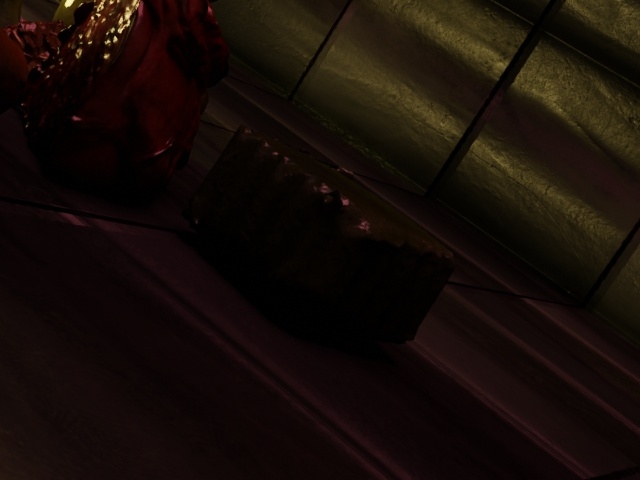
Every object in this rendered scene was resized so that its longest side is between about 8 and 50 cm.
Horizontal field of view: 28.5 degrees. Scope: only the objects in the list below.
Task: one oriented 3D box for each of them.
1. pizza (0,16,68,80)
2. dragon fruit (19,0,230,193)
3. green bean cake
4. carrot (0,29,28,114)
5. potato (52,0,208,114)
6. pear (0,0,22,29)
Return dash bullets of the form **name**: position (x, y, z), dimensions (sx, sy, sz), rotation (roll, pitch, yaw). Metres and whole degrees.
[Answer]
- **pizza**: position (-0.365, -0.239, 1.652), dimensions (0.246, 0.058, 0.127), rotation (-20, 95, -81)
- **dragon fruit**: position (-0.171, -0.201, 1.480), dimensions (0.228, 0.329, 0.286), rotation (35, 7, -26)
- **green bean cake**: position (0.000, 0.000, 1.478), dimensions (0.250, 0.156, 0.247), rotation (40, 11, 38)
- **carrot**: position (-0.438, -0.217, 1.286), dimensions (0.138, 0.139, 0.302), rotation (38, 6, 28)
- **potato**: position (-0.298, -0.240, 1.835), dimensions (0.271, 0.160, 0.111), rotation (32, 52, 12)
- **pear**: position (-0.457, -0.411, 1.711), dimensions (0.176, 0.282, 0.286), rotation (21, 13, -15)
